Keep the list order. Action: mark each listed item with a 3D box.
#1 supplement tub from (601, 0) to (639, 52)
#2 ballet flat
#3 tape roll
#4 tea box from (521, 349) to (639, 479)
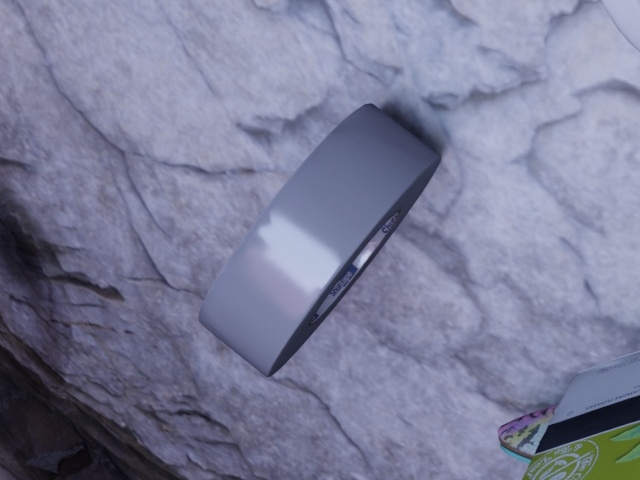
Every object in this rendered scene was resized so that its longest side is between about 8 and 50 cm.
[{"bbox_3d":[0.311,-0.221,0.780,0.316,0.228,0.228,-7,117,37],"label":"supplement tub"},{"bbox_3d":[0.258,0.169,1.217,0.221,0.077,0.079,19,112,16],"label":"ballet flat"},{"bbox_3d":[0.000,0.000,1.159,0.072,0.219,0.219,38,135,5],"label":"tape roll"},{"bbox_3d":[0.292,0.272,0.988,0.220,0.323,0.329,-25,106,36],"label":"tea box"}]
